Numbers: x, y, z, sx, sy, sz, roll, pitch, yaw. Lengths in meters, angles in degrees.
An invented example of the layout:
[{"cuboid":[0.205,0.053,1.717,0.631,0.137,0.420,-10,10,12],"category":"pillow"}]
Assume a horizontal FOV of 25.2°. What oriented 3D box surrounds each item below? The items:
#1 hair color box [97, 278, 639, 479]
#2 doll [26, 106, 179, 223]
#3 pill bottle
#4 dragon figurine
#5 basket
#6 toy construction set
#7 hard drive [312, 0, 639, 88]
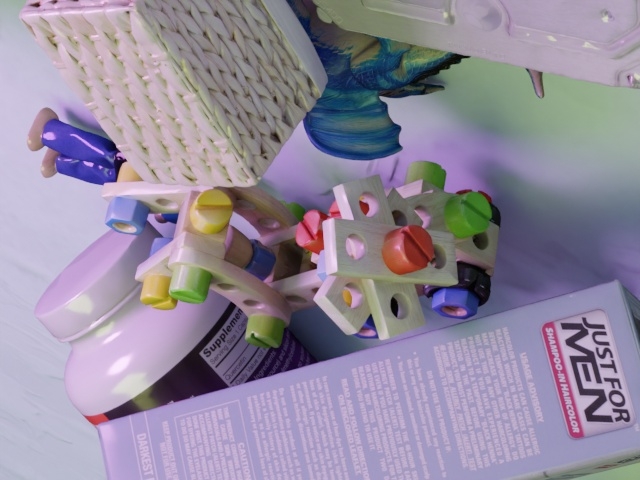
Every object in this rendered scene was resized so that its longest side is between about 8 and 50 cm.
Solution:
[{"cuboid":[0.056,0.139,1.014,0.375,0.113,0.185,-16,167,16],"category":"hair color box"},{"cuboid":[-0.153,-0.061,1.191,0.189,0.046,0.129,16,149,21],"category":"doll"},{"cuboid":[-0.095,0.137,1.250,0.181,0.181,0.323,-22,115,47],"category":"pill bottle"},{"cuboid":[0.030,-0.113,0.974,0.289,0.085,0.144,16,138,24],"category":"dragon figurine"},{"cuboid":[-0.090,-0.120,0.884,0.113,0.103,0.167,3,141,37],"category":"basket"},{"cuboid":[0.000,0.000,1.030,0.215,0.151,0.328,26,167,-32],"category":"toy construction set"},{"cuboid":[0.078,-0.235,0.737,0.237,0.064,0.339,17,145,26],"category":"hard drive"}]
